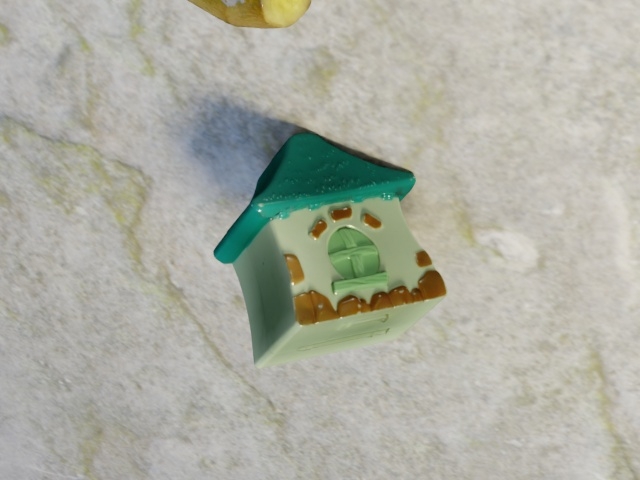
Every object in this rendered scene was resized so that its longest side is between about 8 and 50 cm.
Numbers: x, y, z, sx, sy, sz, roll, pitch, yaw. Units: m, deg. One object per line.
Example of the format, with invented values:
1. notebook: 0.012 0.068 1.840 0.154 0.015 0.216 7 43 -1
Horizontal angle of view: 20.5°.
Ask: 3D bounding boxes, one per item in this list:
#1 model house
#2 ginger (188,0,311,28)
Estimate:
1. model house: 0.000 0.000 1.246 0.127 0.149 0.100 -11 161 -25
2. ginger: -0.135 -0.216 1.063 0.298 0.065 0.118 34 164 -10
